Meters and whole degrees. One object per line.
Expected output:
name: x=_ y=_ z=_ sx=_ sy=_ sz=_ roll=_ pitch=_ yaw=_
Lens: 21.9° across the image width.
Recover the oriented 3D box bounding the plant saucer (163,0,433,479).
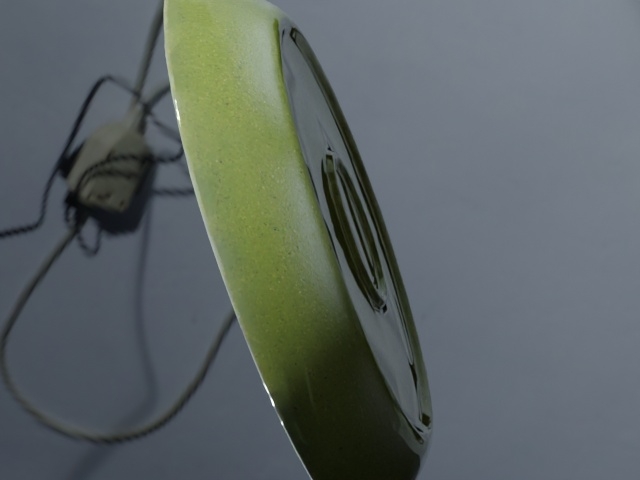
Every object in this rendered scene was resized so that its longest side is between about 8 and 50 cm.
plant saucer: x=0.000 y=0.000 z=0.675 sx=0.037 sy=0.241 sz=0.241 roll=-20 pitch=116 yaw=9
